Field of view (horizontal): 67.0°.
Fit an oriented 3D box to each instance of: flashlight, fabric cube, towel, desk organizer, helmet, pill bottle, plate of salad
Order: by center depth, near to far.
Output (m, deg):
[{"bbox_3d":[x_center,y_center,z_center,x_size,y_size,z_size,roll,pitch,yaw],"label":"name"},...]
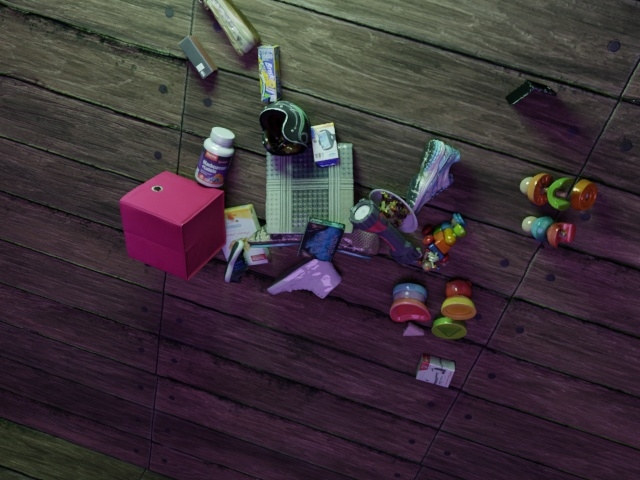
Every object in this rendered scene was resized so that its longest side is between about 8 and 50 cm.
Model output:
[{"bbox_3d":[-0.114,-0.372,1.583,0.170,0.169,0.161,-10,79,17],"label":"helmet"},{"bbox_3d":[-0.400,-0.605,1.592,0.047,0.050,0.130,-28,108,24],"label":"desk organizer"},{"bbox_3d":[0.217,-0.019,1.654,0.103,0.103,0.304,-40,130,9],"label":"flashlight"},{"bbox_3d":[0.242,-0.093,1.654,0.200,0.048,0.199,37,158,17],"label":"plate of salad"},{"bbox_3d":[-0.038,-0.172,1.663,0.312,0.056,0.324,0,87,8],"label":"towel"},{"bbox_3d":[-0.369,-0.295,1.710,0.108,0.108,0.193,25,119,0],"label":"pill bottle"},{"bbox_3d":[-0.519,-0.059,1.738,0.258,0.254,0.259,20,129,17],"label":"fabric cube"}]

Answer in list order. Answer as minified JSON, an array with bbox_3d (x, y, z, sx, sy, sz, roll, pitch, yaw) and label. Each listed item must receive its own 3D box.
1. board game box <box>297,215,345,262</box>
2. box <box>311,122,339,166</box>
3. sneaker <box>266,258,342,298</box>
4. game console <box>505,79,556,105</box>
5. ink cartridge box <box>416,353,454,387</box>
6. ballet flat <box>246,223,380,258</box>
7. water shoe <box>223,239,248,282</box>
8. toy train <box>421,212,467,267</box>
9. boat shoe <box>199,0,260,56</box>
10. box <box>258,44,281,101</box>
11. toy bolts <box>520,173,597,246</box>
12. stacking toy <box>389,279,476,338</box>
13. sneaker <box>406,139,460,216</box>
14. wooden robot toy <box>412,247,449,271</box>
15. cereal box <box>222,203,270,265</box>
[{"bbox_3d":[0.000,0.000,1.631,0.126,0.026,0.186,12,139,-7],"label":"board game box"},{"bbox_3d":[0.014,-0.319,1.620,0.081,0.028,0.136,-9,85,8],"label":"box"},{"bbox_3d":[-0.059,0.177,1.884,0.293,0.108,0.169,-30,104,23],"label":"sneaker"},{"bbox_3d":[0.614,-0.424,1.416,0.107,0.122,0.071,18,120,3],"label":"game console"},{"bbox_3d":[0.469,0.531,1.974,0.135,0.056,0.099,14,118,6],"label":"ink cartridge box"},{"bbox_3d":[-0.021,-0.044,1.755,0.483,0.164,0.181,5,96,5],"label":"ballet flat"},{"bbox_3d":[-0.314,0.082,1.871,0.080,0.073,0.203,13,128,-19],"label":"water shoe"},{"bbox_3d":[0.425,0.001,1.608,0.143,0.248,0.105,-39,103,22],"label":"toy train"},{"bbox_3d":[-0.309,-0.705,1.490,0.089,0.104,0.285,-35,105,23],"label":"boat shoe"},{"bbox_3d":[-0.163,-0.540,1.567,0.054,0.059,0.168,6,118,12],"label":"box"},{"bbox_3d":[0.752,-0.107,1.571,0.218,0.158,0.228,-8,110,-28],"label":"toy bolts"},{"bbox_3d":[0.428,0.252,1.843,0.309,0.130,0.279,0,143,16],"label":"stacking toy"},{"bbox_3d":[0.374,-0.186,1.604,0.122,0.110,0.283,13,125,-9],"label":"sneaker"},{"bbox_3d":[0.381,0.075,1.748,0.173,0.079,0.076,16,119,4],"label":"wooden robot toy"},{"bbox_3d":[-0.309,-0.013,1.875,0.173,0.047,0.240,-9,114,18],"label":"cereal box"}]
